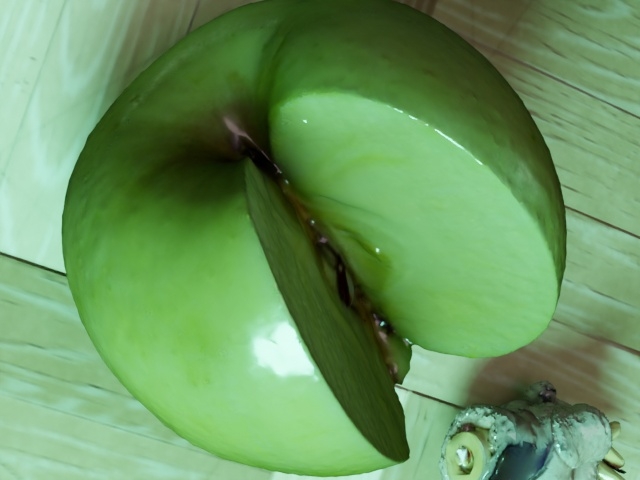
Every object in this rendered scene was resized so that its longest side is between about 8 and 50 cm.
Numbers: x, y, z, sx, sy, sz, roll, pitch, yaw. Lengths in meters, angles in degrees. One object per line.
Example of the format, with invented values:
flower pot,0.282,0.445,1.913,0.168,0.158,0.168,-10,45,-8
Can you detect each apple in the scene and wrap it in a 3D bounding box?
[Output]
apple,0.000,0.000,0.988,0.292,0.292,0.254,-49,138,-14

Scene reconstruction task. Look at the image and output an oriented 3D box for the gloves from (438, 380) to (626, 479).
gloves,0.148,0.153,1.187,0.144,0.094,0.110,34,89,-46
